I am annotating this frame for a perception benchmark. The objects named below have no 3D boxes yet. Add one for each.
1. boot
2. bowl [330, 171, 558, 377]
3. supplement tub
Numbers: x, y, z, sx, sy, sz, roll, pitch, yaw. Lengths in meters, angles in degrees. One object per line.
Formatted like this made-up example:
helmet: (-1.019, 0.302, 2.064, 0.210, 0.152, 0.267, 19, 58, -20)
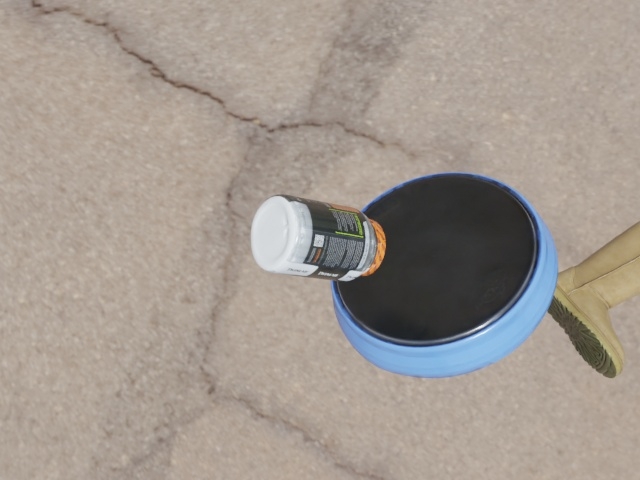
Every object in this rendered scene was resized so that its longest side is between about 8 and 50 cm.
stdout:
boot: (0.560, 0.095, 1.634, 0.269, 0.236, 0.089, -25, 149, -13)
bowl: (0.198, 0.044, 1.523, 0.391, 0.391, 0.077, -42, 139, -11)
supplement tub: (0.000, 0.000, 1.349, 0.190, 0.117, 0.117, 10, 99, -40)
